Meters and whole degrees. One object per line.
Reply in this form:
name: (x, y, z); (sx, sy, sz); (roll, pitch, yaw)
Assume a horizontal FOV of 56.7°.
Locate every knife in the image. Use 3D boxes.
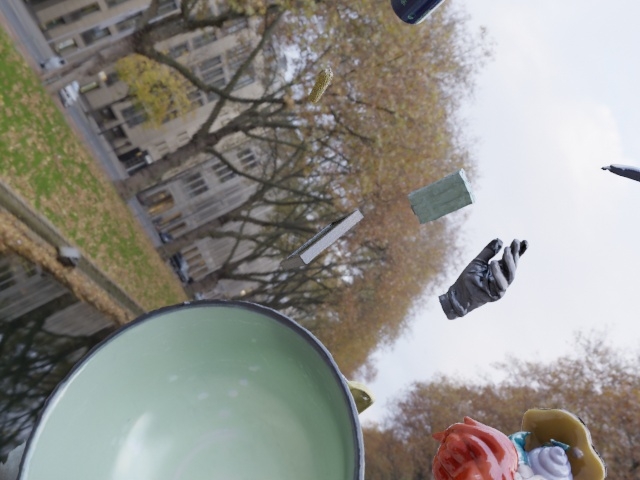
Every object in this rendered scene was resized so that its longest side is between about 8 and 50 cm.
knife: (0.386, -0.070, 0.682); (0.031, 0.121, 0.018); (-49, 156, -63)

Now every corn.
corn: (0.000, -0.328, 1.249); (0.083, 0.028, 0.027); (-55, -141, 31)

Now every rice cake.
rice cake: (0.371, -0.131, 1.840); (0.211, 0.038, 0.124); (-19, -76, 39)

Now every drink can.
drink can: (0.277, -0.658, 1.537); (0.118, 0.118, 0.205); (62, -30, -1)

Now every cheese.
cheese: (0.073, 0.389, 1.559); (0.162, 0.086, 0.036); (52, 5, -21)

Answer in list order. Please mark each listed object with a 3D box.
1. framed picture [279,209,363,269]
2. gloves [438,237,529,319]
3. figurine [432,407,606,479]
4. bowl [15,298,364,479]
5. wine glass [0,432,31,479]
framed picture: (0.000, 0.000, 1.259); (0.023, 0.168, 0.128); (54, -23, -7)
gloves: (0.416, 0.093, 1.514); (0.119, 0.285, 0.142); (20, 35, -34)
figurine: (0.272, 0.360, 0.889); (0.181, 0.257, 0.208); (-35, -109, 50)
bowl: (-0.120, 0.259, 0.650); (0.354, 0.354, 0.185); (55, -12, 33)
wine glass: (-0.278, 0.386, 0.814); (0.323, 0.238, 0.238); (45, -15, 10)
